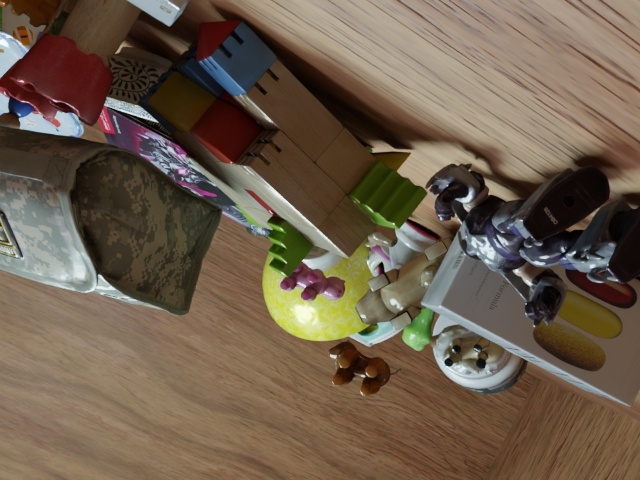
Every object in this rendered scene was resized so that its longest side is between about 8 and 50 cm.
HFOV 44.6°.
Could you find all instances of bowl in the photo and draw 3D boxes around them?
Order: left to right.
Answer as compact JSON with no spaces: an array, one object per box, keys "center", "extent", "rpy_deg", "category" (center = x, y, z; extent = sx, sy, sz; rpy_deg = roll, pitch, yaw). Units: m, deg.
[{"center":[-0.249,-0.218,1.080],"extent":[0.170,0.080,0.170],"rpy_deg":[16,180,0],"category":"bowl"},{"center":[0.004,0.042,1.576],"extent":[0.289,0.289,0.156],"rpy_deg":[26,153,34],"category":"bowl"}]

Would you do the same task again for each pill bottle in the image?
[{"center":[0.377,0.250,1.834],"extent":[0.204,0.204,0.361],"rpy_deg":[27,175,22],"category":"pill bottle"}]

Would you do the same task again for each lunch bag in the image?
[{"center":[-0.511,-0.277,1.266],"extent":[0.243,0.114,0.303],"rpy_deg":[0,154,11],"category":"lunch bag"},{"center":[-0.286,-0.034,0.873],"extent":[0.235,0.168,0.287],"rpy_deg":[14,169,24],"category":"lunch bag"}]

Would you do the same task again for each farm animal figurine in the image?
[{"center":[0.111,0.062,1.233],"extent":[0.327,0.330,0.172],"rpy_deg":[-12,-178,20],"category":"farm animal figurine"}]

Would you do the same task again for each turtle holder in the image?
[{"center":[0.130,0.136,1.897],"extent":[0.243,0.227,0.320],"rpy_deg":[24,174,37],"category":"turtle holder"}]

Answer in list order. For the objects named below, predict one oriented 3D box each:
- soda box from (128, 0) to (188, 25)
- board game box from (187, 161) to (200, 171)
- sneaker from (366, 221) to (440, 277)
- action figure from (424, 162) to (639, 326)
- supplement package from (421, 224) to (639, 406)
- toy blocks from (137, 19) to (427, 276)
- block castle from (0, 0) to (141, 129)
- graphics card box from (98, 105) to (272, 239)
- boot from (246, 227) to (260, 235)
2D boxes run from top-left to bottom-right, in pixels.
[{"center":[-0.173,-0.236,0.520],"extent":[0.216,0.074,0.069],"rpy_deg":[30,175,-16],"category":"soda box"},{"center":[-0.137,-0.142,1.177],"extent":[0.026,0.103,0.154],"rpy_deg":[32,175,-35],"category":"board game box"},{"center":[0.127,0.027,1.415],"extent":[0.103,0.111,0.252],"rpy_deg":[29,176,-4],"category":"sneaker"},{"center":[0.185,-0.005,0.725],"extent":[0.185,0.099,0.285],"rpy_deg":[41,169,-5],"category":"action figure"},{"center":[0.267,0.075,0.930],"extent":[0.244,0.139,0.134],"rpy_deg":[27,177,0],"category":"supplement package"},{"center":[-0.083,-0.118,0.884],"extent":[0.261,0.190,0.381],"rpy_deg":[43,171,-21],"category":"toy blocks"},{"center":[-0.384,-0.245,0.836],"extent":[0.303,0.212,0.453],"rpy_deg":[31,175,-26],"category":"block castle"},{"center":[-0.212,-0.148,1.376],"extent":[0.371,0.094,0.233],"rpy_deg":[27,161,4],"category":"graphics card box"},{"center":[-0.068,-0.079,1.731],"extent":[0.198,0.137,0.077],"rpy_deg":[-5,-142,-7],"category":"boot"}]
